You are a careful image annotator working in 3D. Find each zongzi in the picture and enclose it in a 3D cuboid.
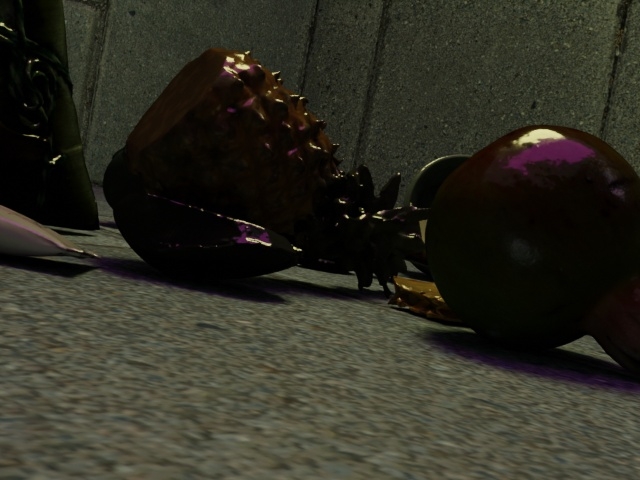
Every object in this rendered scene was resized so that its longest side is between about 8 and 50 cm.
[{"bbox_3d":[-0.456,-0.142,0.896,0.383,0.319,0.362,-17,24,-41],"label":"zongzi"}]

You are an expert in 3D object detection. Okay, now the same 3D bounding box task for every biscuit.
[{"bbox_3d":[0.006,0.023,1.116,0.087,0.027,0.089,11,3,-9],"label":"biscuit"}]

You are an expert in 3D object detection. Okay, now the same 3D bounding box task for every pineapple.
[{"bbox_3d":[-0.015,-0.037,0.846,0.340,0.169,0.169,37,-12,-31],"label":"pineapple"}]

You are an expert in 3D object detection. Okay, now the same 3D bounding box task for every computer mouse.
[{"bbox_3d":[-0.099,0.006,0.726,0.172,0.057,0.099,14,-13,15],"label":"computer mouse"}]

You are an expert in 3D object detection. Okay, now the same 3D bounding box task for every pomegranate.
[{"bbox_3d":[0.179,0.017,0.653,0.180,0.180,0.210,7,40,-51],"label":"pomegranate"}]

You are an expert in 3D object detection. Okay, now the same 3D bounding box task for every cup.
[{"bbox_3d":[0.192,-0.014,1.329,0.199,0.199,0.150,9,-16,-15],"label":"cup"}]

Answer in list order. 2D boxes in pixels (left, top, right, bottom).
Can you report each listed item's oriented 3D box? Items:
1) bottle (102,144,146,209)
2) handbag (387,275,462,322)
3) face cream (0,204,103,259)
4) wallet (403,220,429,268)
[{"bbox_3d":[-0.201,-0.079,1.330,0.144,0.144,0.336,11,4,18],"label":"bottle"},{"bbox_3d":[0.107,0.056,0.786,0.061,0.027,0.083,10,3,-32],"label":"handbag"},{"bbox_3d":[-0.289,-0.020,0.658,0.243,0.058,0.092,16,-2,-4],"label":"face cream"},{"bbox_3d":[0.230,0.002,1.056,0.274,0.068,0.335,-11,17,-25],"label":"wallet"}]
